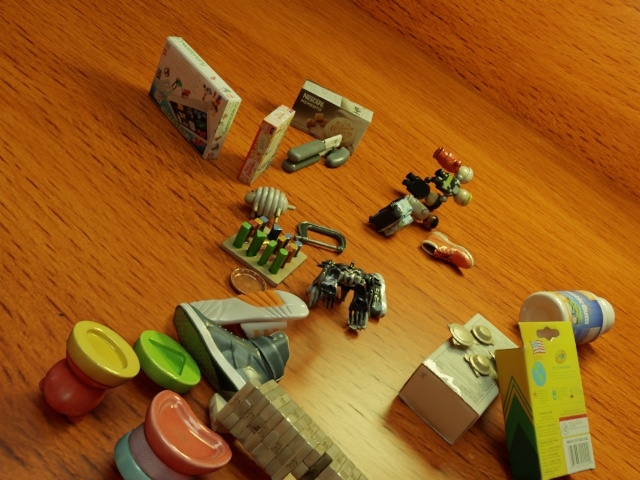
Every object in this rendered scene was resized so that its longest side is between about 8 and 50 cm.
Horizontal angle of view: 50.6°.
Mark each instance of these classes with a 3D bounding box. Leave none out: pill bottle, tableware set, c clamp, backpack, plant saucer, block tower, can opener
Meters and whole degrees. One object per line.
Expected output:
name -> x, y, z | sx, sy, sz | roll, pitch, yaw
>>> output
pill bottle -> 0.693, 0.214, 1.879 | 0.272, 0.152, 0.152 | 1, 42, -37
tableware set -> 0.358, 0.239, 1.494 | 0.168, 0.020, 0.141 | 4, 43, -38
c clamp -> 0.000, 0.000, 1.751 | 0.160, 0.022, 0.137 | 13, 31, -23
backpack -> 0.213, -0.067, 1.937 | 0.084, 0.105, 0.114 | 57, 34, 0
plant saucer -> -0.160, 0.095, 1.494 | 0.083, 0.013, 0.083 | 20, 34, -14
block tower -> -0.016, 0.371, 1.106 | 0.335, 0.091, 0.097 | 44, 7, 11
can opener -> 0.000, -0.255, 2.048 | 0.095, 0.076, 0.283 | 38, 34, 14

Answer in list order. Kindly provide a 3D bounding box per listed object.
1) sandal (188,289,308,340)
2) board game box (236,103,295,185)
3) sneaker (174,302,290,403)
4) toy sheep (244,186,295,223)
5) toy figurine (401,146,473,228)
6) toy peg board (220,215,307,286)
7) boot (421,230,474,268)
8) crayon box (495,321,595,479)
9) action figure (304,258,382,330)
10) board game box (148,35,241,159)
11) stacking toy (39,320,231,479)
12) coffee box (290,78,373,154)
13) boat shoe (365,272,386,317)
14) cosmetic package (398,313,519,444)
sandal -> -0.158, 0.160, 1.363 | 0.265, 0.076, 0.102 | -4, 27, -12
board game box -> -0.146, -0.258, 1.824 | 0.045, 0.193, 0.147 | 31, 31, 2
sneaker -> -0.160, 0.190, 1.275 | 0.163, 0.086, 0.226 | -28, 76, -42
toy sheep -> -0.129, -0.093, 1.714 | 0.132, 0.091, 0.091 | 16, 34, -11
toy figurine -> 0.360, -0.152, 2.073 | 0.148, 0.213, 0.209 | 39, 33, -17
toy peg board -> -0.118, 0.005, 1.591 | 0.161, 0.079, 0.160 | 36, 33, 8
boot -> 0.364, 0.039, 1.954 | 0.158, 0.059, 0.084 | 35, 35, 24
crayon box -> 0.479, 0.336, 1.451 | 0.202, 0.081, 0.319 | 6, 74, -38
action figure -> 0.049, 0.117, 1.524 | 0.164, 0.141, 0.275 | 23, 6, 3
board game box -> -0.350, -0.390, 1.845 | 0.053, 0.193, 0.305 | -12, 52, -47
stacking toy -> -0.282, 0.282, 1.101 | 0.309, 0.130, 0.279 | 45, 8, 16
coffee box -> 0.030, -0.405, 2.217 | 0.246, 0.141, 0.098 | 26, 33, -7
boat shoe -> 0.131, 0.128, 1.648 | 0.040, 0.049, 0.142 | 17, 36, -19
cosmetic package -> 0.324, 0.298, 1.508 | 0.160, 0.113, 0.309 | 43, 35, 18
